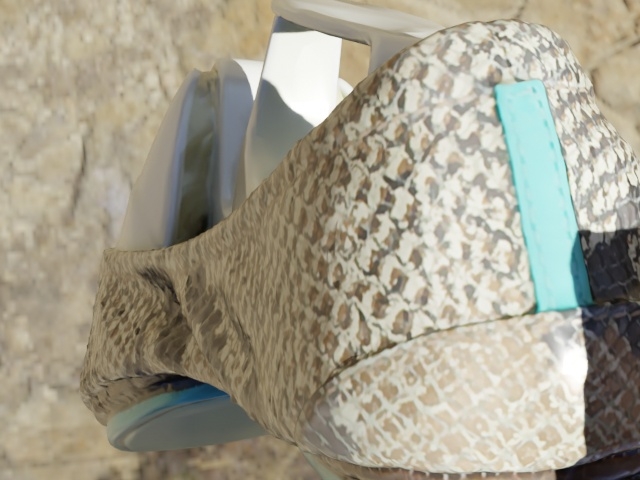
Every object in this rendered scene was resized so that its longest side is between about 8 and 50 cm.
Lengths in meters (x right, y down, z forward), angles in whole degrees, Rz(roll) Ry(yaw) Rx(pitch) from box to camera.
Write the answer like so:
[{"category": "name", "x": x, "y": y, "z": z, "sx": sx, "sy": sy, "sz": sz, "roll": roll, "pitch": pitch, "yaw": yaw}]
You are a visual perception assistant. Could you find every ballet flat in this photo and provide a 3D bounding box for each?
[{"category": "ballet flat", "x": 0.000, "y": 0.000, "z": 0.669, "sx": 0.164, "sy": 0.182, "sz": 0.483, "roll": -7, "pitch": 178, "yaw": -16}]
